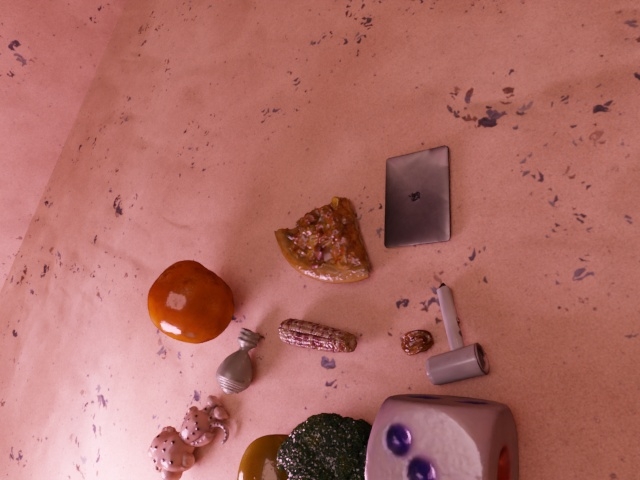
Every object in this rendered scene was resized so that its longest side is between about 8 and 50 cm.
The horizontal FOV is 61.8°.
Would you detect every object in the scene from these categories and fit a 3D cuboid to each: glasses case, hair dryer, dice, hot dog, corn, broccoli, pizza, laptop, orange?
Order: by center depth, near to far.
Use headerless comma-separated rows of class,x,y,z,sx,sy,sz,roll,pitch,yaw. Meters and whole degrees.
dice,0.255,0.460,1.106,0.251,0.243,0.259,-4,76,33
hair dryer,0.301,0.212,1.261,0.131,0.073,0.236,-23,61,28
broccoli,0.026,0.533,1.268,0.269,0.261,0.241,-10,108,35
hot dog,0.235,0.251,1.312,0.083,0.035,0.058,-24,59,26
glasses case,-0.113,0.685,1.342,0.173,0.141,0.371,-28,60,25
laptop,0.257,-0.115,1.430,0.188,0.015,0.268,-8,70,33
corn,-0.009,0.259,1.451,0.237,0.079,0.079,2,76,34
pizza,0.000,0.034,1.520,0.258,0.087,0.268,-31,62,26
orange,-0.392,0.193,1.623,0.261,0.261,0.261,-11,69,31

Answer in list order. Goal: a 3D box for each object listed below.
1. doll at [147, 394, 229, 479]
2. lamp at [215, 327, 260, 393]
doll,-0.390,0.589,1.590,0.278,0.119,0.154,-39,57,7
lamp,-0.236,0.356,1.566,0.106,0.106,0.192,11,71,36
